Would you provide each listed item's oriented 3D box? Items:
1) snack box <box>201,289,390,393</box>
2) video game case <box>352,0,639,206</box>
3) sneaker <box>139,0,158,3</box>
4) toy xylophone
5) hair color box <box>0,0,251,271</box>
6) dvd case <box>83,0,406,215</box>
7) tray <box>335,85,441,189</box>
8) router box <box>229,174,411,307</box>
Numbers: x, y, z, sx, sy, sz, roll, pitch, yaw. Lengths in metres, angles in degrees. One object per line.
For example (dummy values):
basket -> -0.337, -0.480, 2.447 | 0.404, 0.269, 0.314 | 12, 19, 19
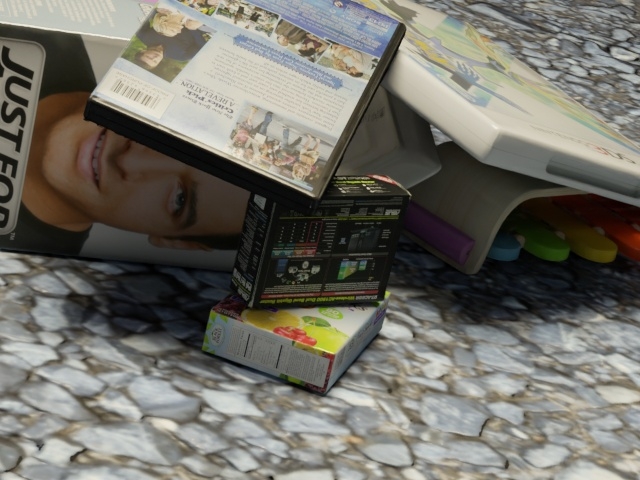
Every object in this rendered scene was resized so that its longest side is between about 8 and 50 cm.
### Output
snack box -> -0.016, 0.060, 1.491 | 0.100, 0.037, 0.141 | 20, 22, 13
video game case -> 0.131, -0.136, 1.713 | 0.300, 0.036, 0.329 | 12, 22, -48
sneaker -> -0.130, -0.199, 1.805 | 0.161, 0.102, 0.282 | 35, 73, 32
toy xylophone -> 0.205, -0.050, 1.833 | 0.322, 0.081, 0.236 | 0, 25, -31
hair color box -> -0.186, -0.092, 1.566 | 0.374, 0.185, 0.113 | 6, 22, -18
dvd case -> -0.049, -0.129, 1.489 | 0.180, 0.022, 0.253 | 24, 40, 2
tray -> 0.027, -0.087, 1.778 | 0.145, 0.030, 0.270 | -26, 21, 8
router box -> 0.000, 0.000, 1.470 | 0.122, 0.092, 0.038 | -1, 26, -33
